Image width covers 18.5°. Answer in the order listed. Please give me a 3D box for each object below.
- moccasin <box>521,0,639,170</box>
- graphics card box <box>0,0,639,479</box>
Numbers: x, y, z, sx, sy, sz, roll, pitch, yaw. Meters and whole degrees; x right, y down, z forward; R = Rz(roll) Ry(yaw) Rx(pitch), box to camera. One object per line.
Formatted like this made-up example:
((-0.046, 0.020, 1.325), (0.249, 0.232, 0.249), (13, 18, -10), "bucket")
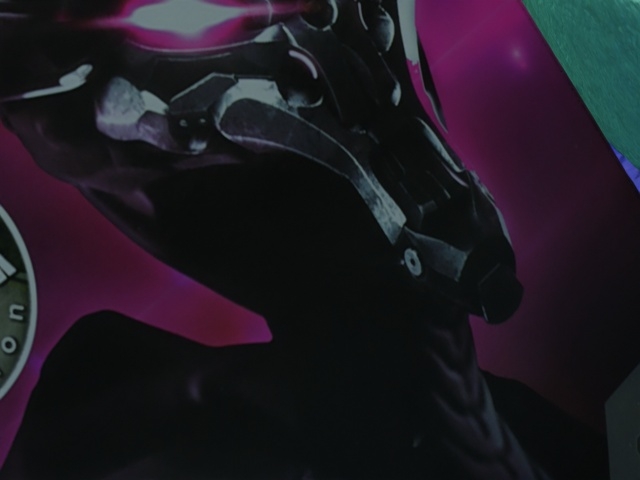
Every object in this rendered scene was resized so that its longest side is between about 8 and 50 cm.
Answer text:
((0.170, -0.080, 0.726), (0.117, 0.137, 0.342), (-29, 26, -5), "moccasin")
((-0.062, -0.026, 0.453), (0.094, 0.371, 0.233), (-18, 18, 50), "graphics card box")
